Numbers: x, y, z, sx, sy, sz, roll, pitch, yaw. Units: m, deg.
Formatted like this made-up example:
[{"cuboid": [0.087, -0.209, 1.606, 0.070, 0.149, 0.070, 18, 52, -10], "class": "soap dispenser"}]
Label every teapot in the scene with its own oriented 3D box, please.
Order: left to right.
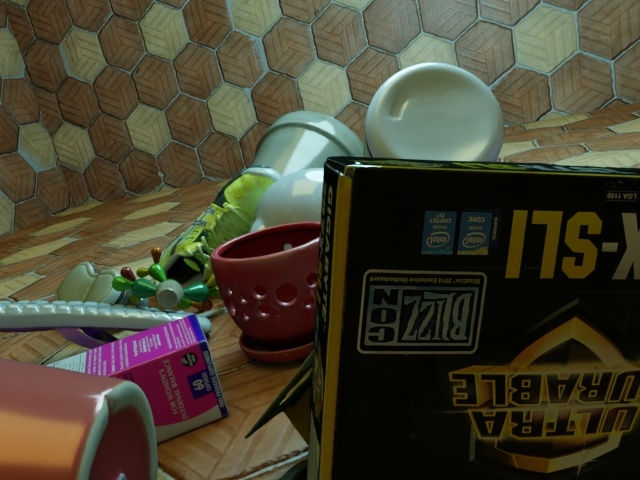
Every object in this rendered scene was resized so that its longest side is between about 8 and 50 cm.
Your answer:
[{"cuboid": [0.000, 0.000, 1.068, 0.255, 0.252, 0.187, -29, 49, 16], "class": "teapot"}]

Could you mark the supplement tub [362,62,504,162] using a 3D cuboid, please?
[{"cuboid": [0.200, -0.156, 1.086, 0.240, 0.241, 0.331, -14, -16, -2], "class": "supplement tub"}]

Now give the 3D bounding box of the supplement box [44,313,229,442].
[{"cuboid": [-0.244, 0.195, 0.713, 0.219, 0.111, 0.114, -18, 17, -16], "class": "supplement box"}]

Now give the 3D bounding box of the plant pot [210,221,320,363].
[{"cuboid": [-0.055, 0.076, 0.853, 0.190, 0.174, 0.191, -13, 16, 4], "class": "plant pot"}]

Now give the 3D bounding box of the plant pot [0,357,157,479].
[{"cuboid": [-0.275, 0.214, 0.440, 0.242, 0.275, 0.275, -2, 16, -1], "class": "plant pot"}]

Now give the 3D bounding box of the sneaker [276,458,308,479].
[{"cuboid": [-0.066, 0.245, 0.496, 0.089, 0.051, 0.170, -13, 5, 37], "class": "sneaker"}]

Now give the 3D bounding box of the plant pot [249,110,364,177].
[{"cuboid": [-0.067, -0.112, 1.361, 0.322, 0.323, 0.280, -2, 35, 34], "class": "plant pot"}]

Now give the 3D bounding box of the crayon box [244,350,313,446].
[{"cuboid": [0.092, 0.112, 0.584, 0.322, 0.083, 0.203, -27, -21, -41], "class": "crayon box"}]

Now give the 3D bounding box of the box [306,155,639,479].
[{"cuboid": [0.155, 0.075, 0.396, 0.321, 0.258, 0.079, 1, 12, -10], "class": "box"}]

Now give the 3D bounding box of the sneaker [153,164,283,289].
[{"cuboid": [-0.209, 0.000, 1.176, 0.384, 0.145, 0.147, -43, 17, 24], "class": "sneaker"}]

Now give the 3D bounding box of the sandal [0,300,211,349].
[{"cuboid": [-0.397, 0.162, 0.973, 0.415, 0.103, 0.169, 4, -3, 0], "class": "sandal"}]

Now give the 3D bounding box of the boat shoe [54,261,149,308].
[{"cuboid": [-0.478, 0.117, 1.205, 0.324, 0.096, 0.117, -1, 60, 48], "class": "boat shoe"}]

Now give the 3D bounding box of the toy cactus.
[{"cuboid": [-0.270, 0.084, 1.024, 0.218, 0.112, 0.180, 17, 0, -13], "class": "toy cactus"}]
